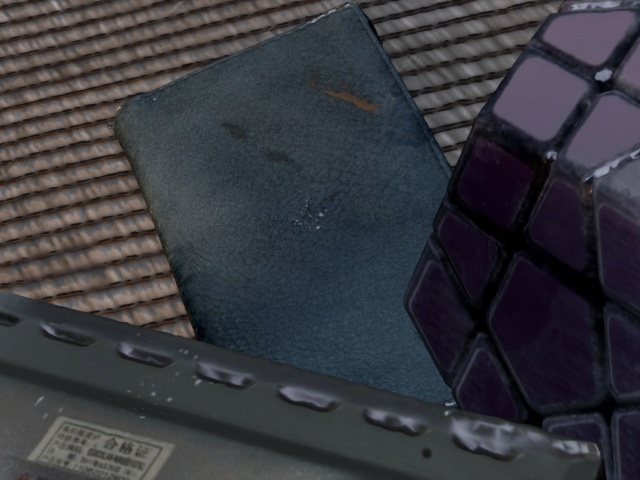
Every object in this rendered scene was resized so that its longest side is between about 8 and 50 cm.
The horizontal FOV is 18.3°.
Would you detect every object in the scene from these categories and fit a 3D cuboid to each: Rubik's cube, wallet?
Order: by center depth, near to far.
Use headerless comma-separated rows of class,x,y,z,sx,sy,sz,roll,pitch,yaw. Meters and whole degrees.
Rubik's cube,0.199,0.009,0.919,0.319,0.319,0.264,-1,74,22
wallet,0.000,0.000,1.180,0.191,0.046,0.379,-24,41,-2

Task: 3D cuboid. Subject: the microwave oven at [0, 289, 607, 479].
microwave oven,-0.116,0.204,0.782,0.432,0.374,0.236,12,46,28
